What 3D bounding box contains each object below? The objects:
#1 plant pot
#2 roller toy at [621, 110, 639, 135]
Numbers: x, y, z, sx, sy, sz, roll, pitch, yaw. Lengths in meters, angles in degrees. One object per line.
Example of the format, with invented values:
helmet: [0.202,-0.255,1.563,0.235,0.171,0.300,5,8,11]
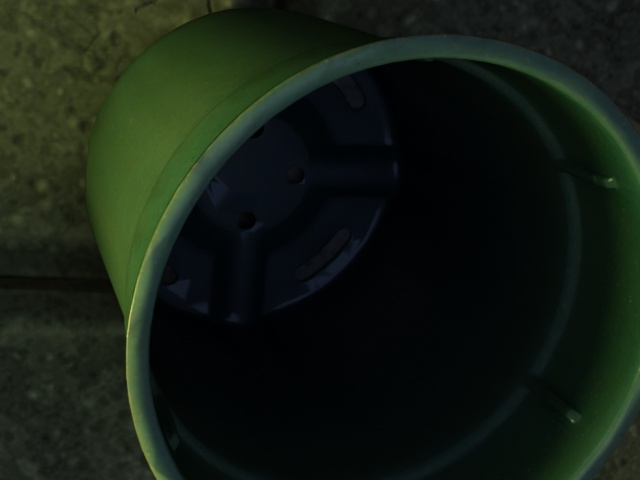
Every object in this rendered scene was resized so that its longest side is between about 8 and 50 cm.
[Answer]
plant pot: [0.000,0.000,1.037,0.341,0.334,0.341,-7,110,-19]
roller toy: [0.208,-0.008,1.192,0.146,0.209,0.191,-48,150,2]
